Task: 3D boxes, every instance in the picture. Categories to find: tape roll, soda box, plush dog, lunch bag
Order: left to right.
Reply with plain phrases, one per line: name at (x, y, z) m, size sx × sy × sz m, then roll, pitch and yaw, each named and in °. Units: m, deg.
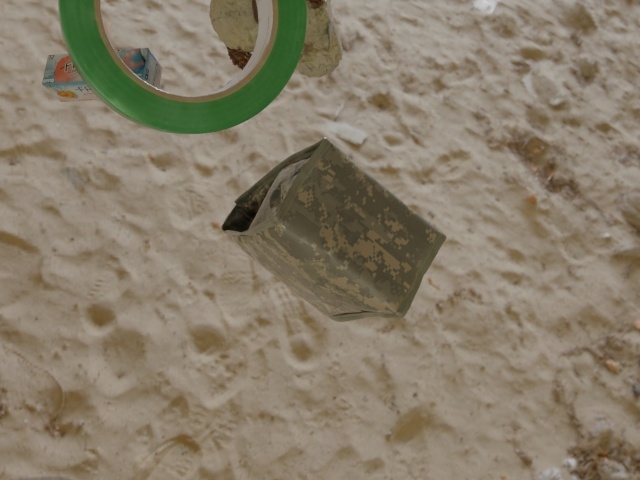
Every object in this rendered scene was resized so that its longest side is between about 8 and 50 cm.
soda box at (-0.357, -0.271, 1.234) m, size 0.183 × 0.063 × 0.058 m, roll -1°, pitch 70°, yaw 12°
tape roll at (-0.181, -0.303, 1.004) m, size 0.321 × 0.321 × 0.077 m, roll 2°, pitch 8°, yaw -21°
plush dog at (-0.093, -0.419, 1.373) m, size 0.225 × 0.262 × 0.210 m, roll -7°, pitch 12°, yaw 12°
lunch bag at (0.000, 0.000, 1.108) m, size 0.235 × 0.287 × 0.169 m, roll 38°, pitch 68°, yaw -17°
